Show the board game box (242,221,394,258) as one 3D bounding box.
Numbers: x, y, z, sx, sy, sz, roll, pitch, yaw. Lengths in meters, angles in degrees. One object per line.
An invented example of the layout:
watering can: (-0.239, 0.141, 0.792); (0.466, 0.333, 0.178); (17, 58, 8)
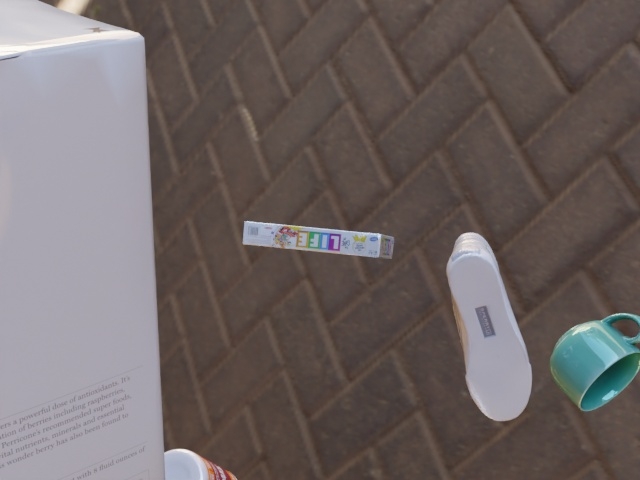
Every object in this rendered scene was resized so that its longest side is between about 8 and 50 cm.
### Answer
board game box: (0.000, 0.000, 1.226); (0.154, 0.103, 0.026); (6, 90, 13)

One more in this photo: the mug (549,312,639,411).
mug: (0.437, 0.182, 1.704); (0.158, 0.129, 0.097); (-36, 55, -8)

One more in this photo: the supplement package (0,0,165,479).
supplement package: (-0.212, 0.020, 0.624); (0.175, 0.177, 0.293); (25, 122, 44)

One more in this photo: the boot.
boot: (0.240, 0.115, 1.523); (0.095, 0.123, 0.258); (-9, 106, 13)

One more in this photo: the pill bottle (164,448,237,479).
pill bottle: (-0.151, 0.320, 1.360); (0.086, 0.152, 0.086); (-9, 64, 18)
